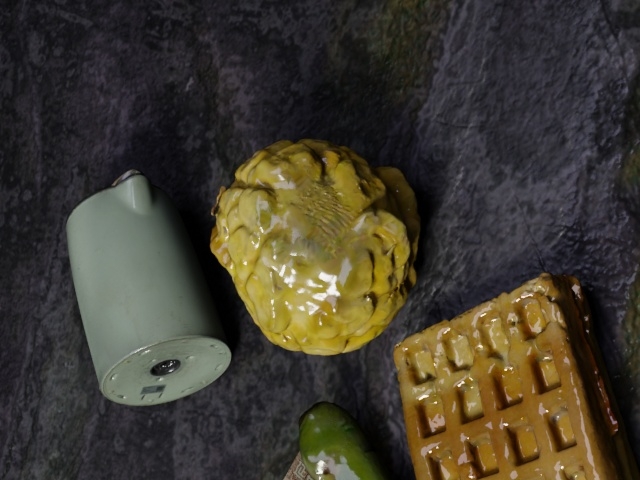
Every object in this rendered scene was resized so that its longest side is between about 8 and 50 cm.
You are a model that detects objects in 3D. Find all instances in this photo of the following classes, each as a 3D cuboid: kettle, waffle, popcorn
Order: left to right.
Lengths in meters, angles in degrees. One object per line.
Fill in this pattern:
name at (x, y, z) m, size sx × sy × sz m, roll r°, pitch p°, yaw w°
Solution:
kettle at (-0.237, 0.076, 1.649) m, size 0.240 × 0.165 × 0.255 m, roll -58°, pitch 46°, yaw 47°
popcorn at (0.000, 0.000, 1.452) m, size 0.250 × 0.190 × 0.250 m, roll 0°, pitch 92°, yaw -2°
waffle at (0.202, 0.216, 1.315) m, size 0.224 × 0.098 × 0.328 m, roll -24°, pitch 66°, yaw 28°

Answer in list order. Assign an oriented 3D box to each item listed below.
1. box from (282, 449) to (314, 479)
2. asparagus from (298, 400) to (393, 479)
box at (-0.013, 0.278, 1.504) m, size 0.053 × 0.024 × 0.083 m, roll 34°, pitch 101°, yaw 37°
asparagus at (0.080, 0.324, 1.387) m, size 0.343 × 0.082 × 0.085 m, roll 55°, pitch 154°, yaw 24°
